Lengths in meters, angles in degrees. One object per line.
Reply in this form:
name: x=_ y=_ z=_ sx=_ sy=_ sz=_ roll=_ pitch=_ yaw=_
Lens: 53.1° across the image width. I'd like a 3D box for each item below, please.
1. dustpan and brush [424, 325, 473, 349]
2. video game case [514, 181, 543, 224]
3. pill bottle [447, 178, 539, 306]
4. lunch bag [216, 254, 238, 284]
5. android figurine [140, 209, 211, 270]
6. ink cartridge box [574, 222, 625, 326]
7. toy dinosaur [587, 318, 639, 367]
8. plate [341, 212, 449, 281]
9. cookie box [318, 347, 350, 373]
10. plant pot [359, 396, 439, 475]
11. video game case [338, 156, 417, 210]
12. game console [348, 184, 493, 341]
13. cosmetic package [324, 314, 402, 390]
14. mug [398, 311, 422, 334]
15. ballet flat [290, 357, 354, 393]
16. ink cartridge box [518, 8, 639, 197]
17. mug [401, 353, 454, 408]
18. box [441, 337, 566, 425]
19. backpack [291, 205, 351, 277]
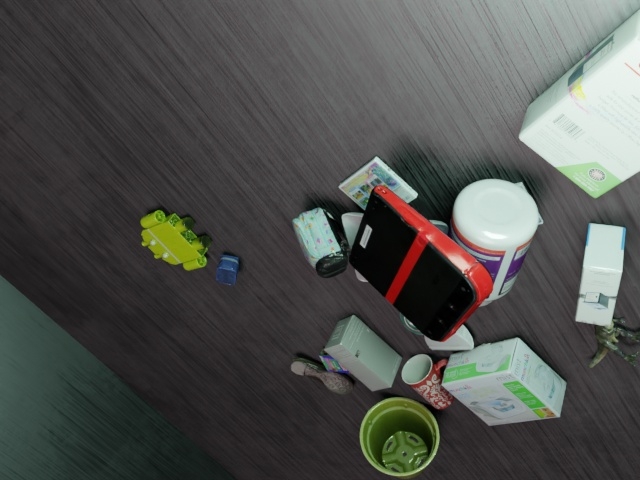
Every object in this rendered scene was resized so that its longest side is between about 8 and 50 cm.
dustpan and brush: x=0.350 y=0.239 z=1.873 sx=0.147 sy=0.060 sz=0.211 roll=-7 pitch=136 yaw=35
video game case: x=0.449 y=-0.077 z=1.481 sx=0.087 sy=0.011 sz=0.122 roll=-13 pitch=126 yaw=40
pill bottle: x=0.379 y=0.020 z=1.482 sx=0.182 sy=0.181 sz=0.323 roll=18 pitch=147 yaw=14
lunch bag: x=-0.303 y=0.095 z=2.104 sx=0.067 sy=0.065 sz=0.098 roll=13 pitch=141 yaw=-4
android figurine: x=-0.489 y=0.002 z=2.124 sx=0.273 sy=0.056 sz=0.248 roll=-14 pitch=125 yaw=39
ink cartridge box: x=0.627 y=0.079 z=1.440 sx=0.082 sy=0.139 sz=0.190 roll=7 pitch=138 yaw=23
toy dinosaur: x=0.750 y=0.258 z=1.634 sx=0.118 sy=0.064 sz=0.268 roll=14 pitch=142 yaw=29
plate: x=0.213 y=0.025 z=1.701 sx=0.277 sy=0.045 sz=0.278 roll=6 pitch=140 yaw=21
cookie box: x=0.062 y=0.425 z=2.263 sx=0.107 sy=0.040 sz=0.092 roll=-1 pitch=132 yaw=32
plant pot: x=0.297 y=0.744 z=2.328 sx=0.276 sy=0.276 sz=0.254 roll=12 pitch=151 yaw=21
video game case: x=0.143 y=-0.126 z=1.613 sx=0.143 sy=0.019 sz=0.157 roll=40 pitch=142 yaw=-13
game console: x=0.225 y=0.069 z=1.538 sx=0.342 sy=0.060 sz=0.386 roll=45 pitch=156 yaw=16
cosmetic package: x=0.141 y=0.369 z=2.083 sx=0.238 sy=0.127 sz=0.107 roll=39 pitch=142 yaw=-16
mug: x=0.294 y=0.193 z=1.782 sx=0.158 sy=0.097 sz=0.129 roll=-35 pitch=91 yaw=38
ballet flat: x=0.008 y=0.494 z=2.371 sx=0.250 sy=0.058 sz=0.084 roll=21 pitch=106 yaw=2
ink cartridge box: x=0.553 y=-0.253 z=1.130 sx=0.207 sy=0.119 sz=0.353 roll=36 pitch=143 yaw=-8
mug: x=0.367 y=0.459 z=2.058 sx=0.150 sy=0.113 sz=0.169 roll=-13 pitch=129 yaw=43
box: x=0.539 y=0.420 z=1.894 sx=0.231 sy=0.126 sz=0.262 roll=41 pitch=141 yaw=-18
backpack: x=0.000 y=0.000 z=1.712 sx=0.152 sy=0.115 sz=0.182 roll=108 pitch=140 yaw=-67
